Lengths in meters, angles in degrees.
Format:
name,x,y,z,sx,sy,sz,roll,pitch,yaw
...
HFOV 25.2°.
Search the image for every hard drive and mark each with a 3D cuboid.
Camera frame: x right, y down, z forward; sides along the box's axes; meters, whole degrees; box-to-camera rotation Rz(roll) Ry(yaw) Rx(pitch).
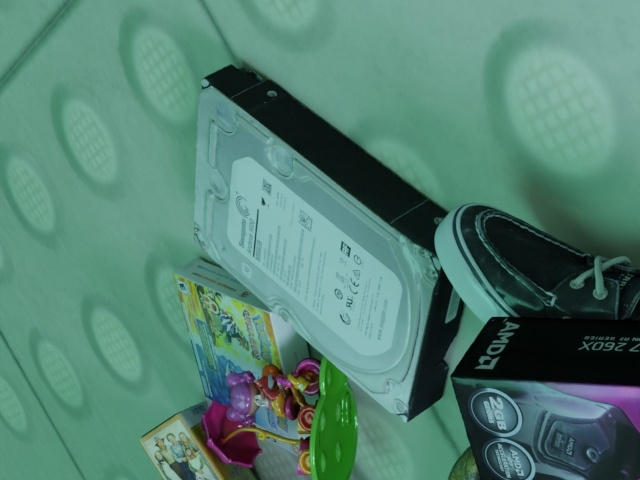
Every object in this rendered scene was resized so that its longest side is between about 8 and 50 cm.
name,x,y,z,sx,sy,sz,roll,pitch,yaw
hard drive,0.000,0.000,1.443,0.339,0.064,0.237,40,142,29

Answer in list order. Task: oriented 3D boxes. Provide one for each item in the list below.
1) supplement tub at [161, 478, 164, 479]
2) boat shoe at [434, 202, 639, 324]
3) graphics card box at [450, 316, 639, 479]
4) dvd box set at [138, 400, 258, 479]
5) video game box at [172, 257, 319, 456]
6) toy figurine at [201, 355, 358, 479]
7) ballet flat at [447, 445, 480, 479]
name,x,y,z,sx,sy,sz,roll,pitch,yaw
supplement tub,-0.164,0.475,1.884,0.316,0.228,0.228,57,147,4
boat shoe,0.227,0.058,1.141,0.301,0.108,0.102,43,138,14
graphics card box,0.297,0.174,1.044,0.371,0.094,0.233,1,122,33
dvd box set,-0.059,0.384,1.694,0.420,0.062,0.307,56,178,4
video game box,-0.082,0.138,1.677,0.187,0.048,0.205,16,128,44
toy figurine,-0.055,0.190,1.566,0.159,0.130,0.173,3,98,22
ballet flat,0.178,0.358,1.362,0.123,0.123,0.348,-15,76,56
